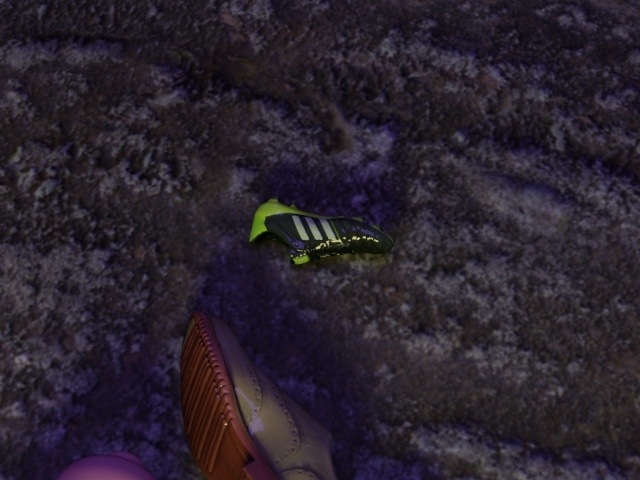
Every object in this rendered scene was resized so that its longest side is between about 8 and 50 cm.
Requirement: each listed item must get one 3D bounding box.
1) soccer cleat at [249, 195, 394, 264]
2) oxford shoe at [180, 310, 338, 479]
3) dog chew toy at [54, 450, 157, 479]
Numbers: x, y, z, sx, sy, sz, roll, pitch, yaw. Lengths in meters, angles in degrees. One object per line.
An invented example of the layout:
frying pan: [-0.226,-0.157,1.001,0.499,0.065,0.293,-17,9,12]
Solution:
soccer cleat: [0.000,0.000,1.709,0.179,0.060,0.072,13,68,16]
oxford shoe: [-0.061,0.217,1.545,0.130,0.123,0.348,-3,48,-27]
dog chew toy: [-0.246,0.360,1.405,0.206,0.206,0.332,11,50,7]
